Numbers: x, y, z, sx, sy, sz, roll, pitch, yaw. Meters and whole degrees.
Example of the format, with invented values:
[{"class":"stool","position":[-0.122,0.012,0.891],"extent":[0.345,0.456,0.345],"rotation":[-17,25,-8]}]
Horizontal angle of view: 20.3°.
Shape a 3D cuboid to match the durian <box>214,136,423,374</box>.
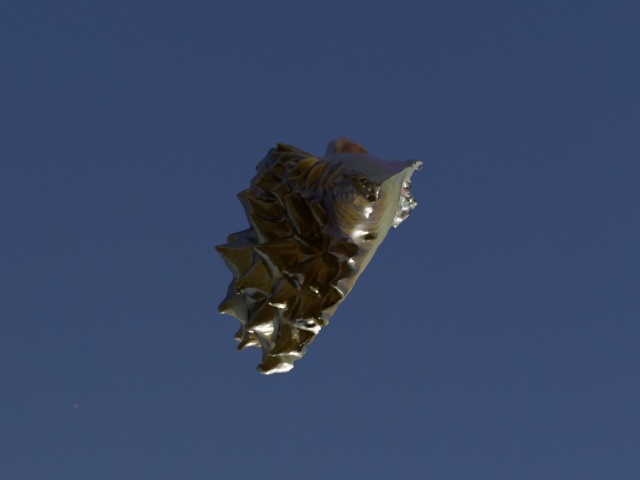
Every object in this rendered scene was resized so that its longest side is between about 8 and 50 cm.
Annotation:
[{"class":"durian","position":[-0.005,-0.011,0.888],"extent":[0.078,0.224,0.140],"rotation":[36,-108,3]}]
